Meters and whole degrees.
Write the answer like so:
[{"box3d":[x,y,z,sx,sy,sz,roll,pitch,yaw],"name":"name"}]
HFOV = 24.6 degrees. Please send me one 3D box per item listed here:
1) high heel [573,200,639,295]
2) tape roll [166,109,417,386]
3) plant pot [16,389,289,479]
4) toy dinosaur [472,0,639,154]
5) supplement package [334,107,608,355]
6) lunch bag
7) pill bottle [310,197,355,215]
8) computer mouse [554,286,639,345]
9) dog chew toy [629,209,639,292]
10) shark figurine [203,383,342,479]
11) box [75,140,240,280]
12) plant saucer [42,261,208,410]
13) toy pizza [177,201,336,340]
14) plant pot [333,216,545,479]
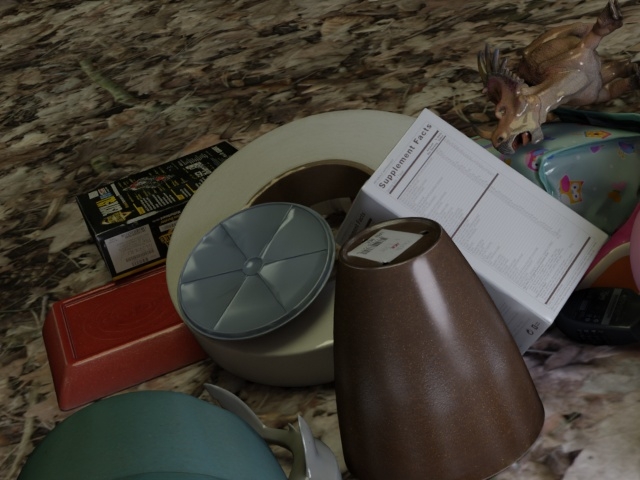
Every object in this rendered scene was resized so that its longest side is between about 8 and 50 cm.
[{"box3d":[0.366,-0.011,1.700,0.244,0.082,0.117,-41,28,-2],"name":"high heel"},{"box3d":[0.000,0.000,1.795,0.392,0.072,0.392,-14,46,15],"name":"tape roll"},{"box3d":[-0.129,0.290,1.155,0.341,0.341,0.334,-19,17,-4],"name":"plant pot"},{"box3d":[0.285,-0.210,1.810,0.200,0.127,0.295,-18,9,16],"name":"toy dinosaur"},{"box3d":[0.161,-0.003,1.601,0.139,0.244,0.134,-51,-6,-28],"name":"supplement package"},{"box3d":[0.323,-0.082,1.829,0.262,0.160,0.223,-16,14,-24],"name":"lunch bag"},{"box3d":[0.074,-0.088,2.061,0.180,0.108,0.108,-10,25,16],"name":"pill bottle"},{"box3d":[0.369,0.093,1.580,0.242,0.041,0.071,6,41,29],"name":"computer mouse"},{"box3d":[0.446,-0.060,1.474,0.207,0.207,0.331,14,76,49],"name":"dog chew toy"},{"box3d":[-0.026,0.215,1.476,0.166,0.116,0.278,-18,26,-5],"name":"shark figurine"},{"box3d":[-0.215,-0.051,2.154,0.257,0.079,0.322,-23,16,-10],"name":"box"},{"box3d":[-0.238,0.104,1.925,0.259,0.047,0.259,-20,24,-8],"name":"plant saucer"},{"box3d":[-0.073,0.039,1.721,0.201,0.032,0.201,-15,47,16],"name":"toy pizza"},{"box3d":[0.097,0.101,1.491,0.215,0.230,0.215,-14,24,7],"name":"plant pot"}]
